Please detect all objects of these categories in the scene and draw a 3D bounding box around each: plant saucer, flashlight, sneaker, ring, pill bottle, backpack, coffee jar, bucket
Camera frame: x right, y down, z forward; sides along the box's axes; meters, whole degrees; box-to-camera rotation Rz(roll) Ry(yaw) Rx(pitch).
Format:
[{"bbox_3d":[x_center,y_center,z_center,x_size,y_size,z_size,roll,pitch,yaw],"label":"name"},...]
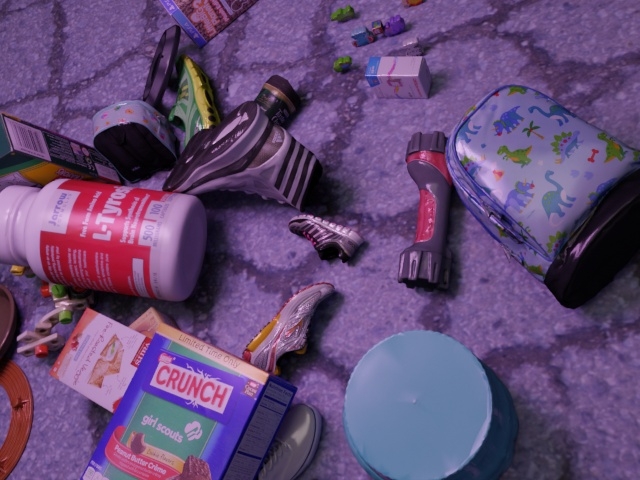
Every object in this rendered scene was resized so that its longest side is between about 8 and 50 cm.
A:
[{"bbox_3d":[-0.844,0.234,1.669,0.278,0.041,0.277,-14,55,21],"label":"plant saucer"},{"bbox_3d":[0.202,-0.058,1.328,0.103,0.103,0.303,-11,62,49],"label":"flashlight"},{"bbox_3d":[0.000,0.000,1.409,0.171,0.063,0.074,17,70,24],"label":"sneaker"},{"bbox_3d":[-0.812,0.431,1.596,0.337,0.032,0.336,-10,64,21],"label":"ring"},{"bbox_3d":[-0.048,0.174,1.355,0.093,0.088,0.225,41,88,11],"label":"sneaker"},{"bbox_3d":[-0.466,-0.008,1.454,0.408,0.229,0.228,7,70,5],"label":"pill bottle"},{"bbox_3d":[0.387,-0.108,1.202,0.290,0.273,0.355,-46,46,7],"label":"backpack"},{"bbox_3d":[-0.450,-0.251,1.641,0.166,0.188,0.144,-18,62,16],"label":"backpack"},{"bbox_3d":[-0.125,-0.284,1.568,0.079,0.096,0.184,34,85,28],"label":"coffee jar"},{"bbox_3d":[-0.088,0.411,1.253,0.094,0.091,0.258,27,81,30],"label":"sneaker"},{"bbox_3d":[0.178,0.287,1.137,0.281,0.183,0.281,-10,63,20],"label":"bucket"},{"bbox_3d":[-0.163,-0.124,1.479,0.448,0.258,0.169,-13,48,57],"label":"sneaker"},{"bbox_3d":[-0.322,-0.337,1.670,0.124,0.109,0.295,-25,59,11],"label":"sneaker"}]

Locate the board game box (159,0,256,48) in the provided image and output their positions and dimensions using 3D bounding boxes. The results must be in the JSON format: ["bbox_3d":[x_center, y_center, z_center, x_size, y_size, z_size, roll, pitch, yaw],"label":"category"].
[{"bbox_3d":[-0.289,-0.694,1.791,0.291,0.141,0.232,-39,59,4],"label":"board game box"}]

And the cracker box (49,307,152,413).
[{"bbox_3d":[-0.417,0.246,1.372,0.232,0.067,0.155,17,73,32],"label":"cracker box"}]

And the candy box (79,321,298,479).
[{"bbox_3d":[-0.234,0.344,1.226,0.268,0.122,0.317,18,74,30],"label":"candy box"}]

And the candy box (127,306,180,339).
[{"bbox_3d":[-0.325,0.314,1.400,0.183,0.087,0.316,-41,58,3],"label":"candy box"}]

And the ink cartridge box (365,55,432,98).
[{"bbox_3d":[0.169,-0.350,1.472,0.123,0.088,0.052,5,70,25],"label":"ink cartridge box"}]

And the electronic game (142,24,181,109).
[{"bbox_3d":[-0.393,-0.425,1.708,0.229,0.048,0.229,-46,35,48],"label":"electronic game"}]

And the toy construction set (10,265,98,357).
[{"bbox_3d":[-0.633,0.101,1.591,0.215,0.151,0.327,-12,70,-9],"label":"toy construction set"}]

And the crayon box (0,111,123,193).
[{"bbox_3d":[-0.700,-0.128,1.580,0.313,0.363,0.106,-28,73,15],"label":"crayon box"}]

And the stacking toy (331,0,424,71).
[{"bbox_3d":[0.130,-0.478,1.572,0.221,0.052,0.166,-10,63,22],"label":"stacking toy"}]
